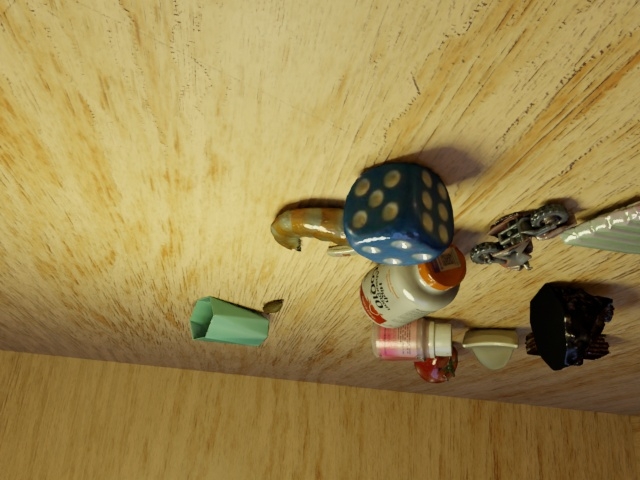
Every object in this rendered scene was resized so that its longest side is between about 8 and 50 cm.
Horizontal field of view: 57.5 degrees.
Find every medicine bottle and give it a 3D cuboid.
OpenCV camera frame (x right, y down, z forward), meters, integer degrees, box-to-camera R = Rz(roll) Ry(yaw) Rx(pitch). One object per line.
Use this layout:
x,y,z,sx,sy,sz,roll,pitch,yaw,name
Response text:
0.206,0.092,1.290,0.156,0.157,0.289,11,157,-15,medicine bottle
0.293,0.314,1.855,0.246,0.147,0.147,-1,158,14,medicine bottle

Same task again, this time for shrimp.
-0.011,-0.013,1.193,0.287,0.068,0.185,-14,150,43,shrimp

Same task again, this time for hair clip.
0.572,0.343,1.937,0.172,0.113,0.282,-4,152,19,hair clip

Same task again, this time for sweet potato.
-0.156,0.213,1.839,0.041,0.038,0.153,35,153,-11,sweet potato

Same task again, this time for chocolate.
0.658,0.213,1.466,0.176,0.207,0.224,-6,153,0,chocolate

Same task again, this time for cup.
-0.286,0.270,1.896,0.235,0.134,0.148,17,159,-37,cup

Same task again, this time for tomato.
0.426,0.446,2.163,0.167,0.167,0.167,4,159,2,tomato

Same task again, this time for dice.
0.134,-0.040,0.990,0.146,0.143,0.146,-15,151,39,dice

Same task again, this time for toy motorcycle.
0.394,-0.003,1.122,0.118,0.084,0.212,19,142,-30,toy motorcycle

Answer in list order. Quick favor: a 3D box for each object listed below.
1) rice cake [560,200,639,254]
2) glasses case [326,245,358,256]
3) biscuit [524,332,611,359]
0.582,-0.020,1.067,0.198,0.037,0.189,10,157,-26,rice cake
0.054,0.025,1.335,0.083,0.021,0.032,-7,157,27,glasses case
0.814,0.345,1.922,0.251,0.070,0.106,4,159,2,biscuit
